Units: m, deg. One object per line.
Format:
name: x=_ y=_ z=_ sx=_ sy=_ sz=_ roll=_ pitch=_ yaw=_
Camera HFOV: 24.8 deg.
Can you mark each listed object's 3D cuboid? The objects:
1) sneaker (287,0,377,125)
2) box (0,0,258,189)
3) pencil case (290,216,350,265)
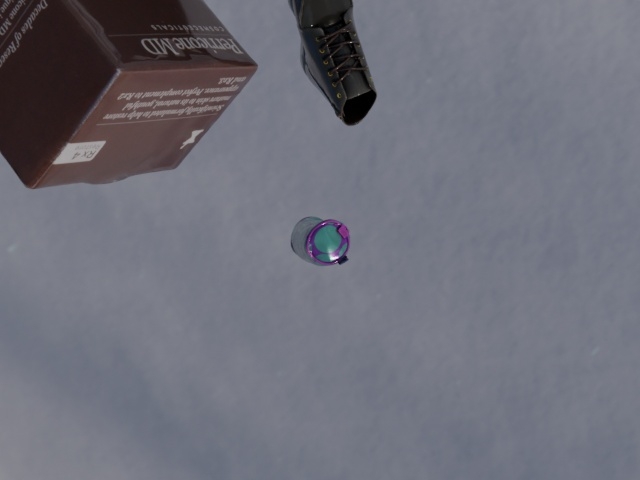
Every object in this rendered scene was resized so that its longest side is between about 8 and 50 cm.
sneaker: x=0.025 y=-0.247 z=1.795 sx=0.118 sy=0.083 sz=0.222 roll=58 pitch=168 yaw=32
box: x=-0.248 y=-0.228 z=1.181 sx=0.143 sy=0.191 sz=0.381 roll=-45 pitch=75 yaw=27
pencil case: x=0.000 y=0.000 z=2.041 sx=0.065 sy=0.070 sz=0.151 roll=65 pitch=172 yaw=-8
